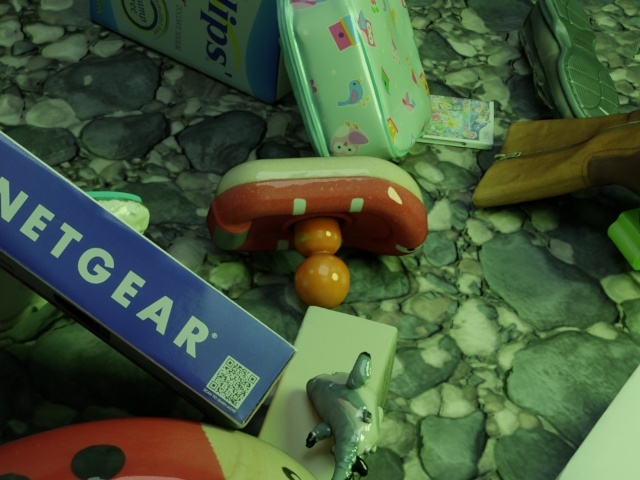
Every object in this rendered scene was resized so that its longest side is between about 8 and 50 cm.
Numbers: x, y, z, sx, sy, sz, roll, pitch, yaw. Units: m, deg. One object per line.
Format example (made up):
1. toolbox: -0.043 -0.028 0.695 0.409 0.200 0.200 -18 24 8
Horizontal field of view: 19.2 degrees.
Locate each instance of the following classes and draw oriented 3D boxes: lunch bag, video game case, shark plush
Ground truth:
1. lunch bag: 0.037 -0.205 2.101 0.107 0.224 0.279 -16 12 15
2. video game case: 0.145 -0.144 2.250 0.122 0.011 0.087 7 40 0
3. shark plush: 0.019 0.173 1.662 0.067 0.073 0.161 -9 44 7

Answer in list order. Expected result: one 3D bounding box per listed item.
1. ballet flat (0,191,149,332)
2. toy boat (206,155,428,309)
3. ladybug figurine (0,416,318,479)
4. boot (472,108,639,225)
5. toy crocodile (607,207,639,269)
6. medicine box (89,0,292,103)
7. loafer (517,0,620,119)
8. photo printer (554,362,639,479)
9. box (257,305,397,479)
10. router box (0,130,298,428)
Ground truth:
1. ballet flat: -0.371 0.035 1.893 0.408 0.147 0.147 -4 41 -16
2. toy boat: 0.000 0.000 1.987 0.231 0.151 0.151 -3 71 -10
3. ladybug figurine: -0.189 0.286 1.505 0.449 0.162 0.305 -16 70 -9
4. boot: 0.291 -0.072 2.051 0.280 0.096 0.264 -5 38 29
5. toy crocodile: 0.479 -0.030 2.103 0.340 0.105 0.115 -17 44 -20
6. medicine box: -0.123 -0.351 2.264 0.289 0.263 0.149 27 44 23
7. loafer: 0.297 -0.198 2.301 0.096 0.084 0.267 26 37 -27
8. photo printer: 0.390 0.247 1.744 0.307 0.107 0.256 25 43 21
9. box: -0.006 0.193 1.753 0.094 0.113 0.275 14 42 8
10. router box: -0.190 0.039 1.695 0.335 0.301 0.082 36 82 -1
